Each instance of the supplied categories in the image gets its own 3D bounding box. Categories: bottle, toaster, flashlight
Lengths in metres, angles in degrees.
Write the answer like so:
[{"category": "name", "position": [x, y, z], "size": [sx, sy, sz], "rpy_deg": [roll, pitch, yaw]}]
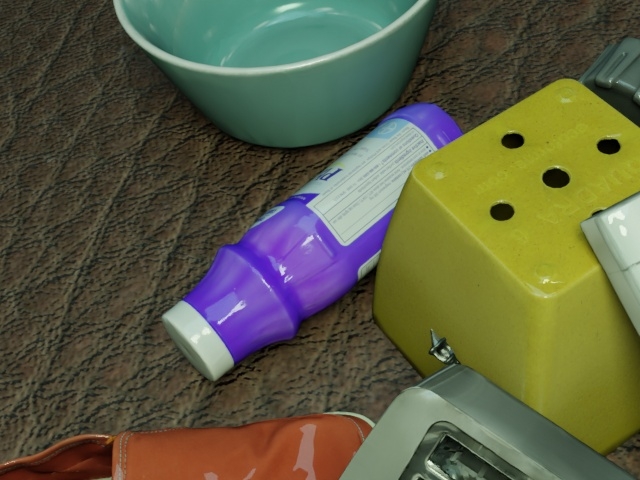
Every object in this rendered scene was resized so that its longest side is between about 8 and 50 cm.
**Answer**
[{"category": "bottle", "position": [0.000, 0.000, 0.796], "size": [0.283, 0.118, 0.092], "rpy_deg": [-39, 94, -18]}, {"category": "toaster", "position": [0.087, 0.176, 0.583], "size": [0.185, 0.110, 0.168], "rpy_deg": [34, 100, 19]}, {"category": "flashlight", "position": [0.349, -0.217, 0.912], "size": [0.304, 0.103, 0.103], "rpy_deg": [-45, 19, -20]}]

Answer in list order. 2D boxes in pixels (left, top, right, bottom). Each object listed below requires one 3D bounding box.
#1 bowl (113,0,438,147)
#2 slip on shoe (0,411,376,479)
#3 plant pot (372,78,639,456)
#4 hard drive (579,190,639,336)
[{"category": "bowl", "position": [-0.025, -0.208, 0.938], "size": [0.311, 0.163, 0.312], "rpy_deg": [-6, 50, 7]}, {"category": "slip on shoe", "position": [-0.111, 0.182, 0.683], "size": [0.331, 0.101, 0.123], "rpy_deg": [-10, 49, 2]}, {"category": "plant pot", "position": [0.167, 0.015, 0.703], "size": [0.212, 0.187, 0.212], "rpy_deg": [-30, 51, -13]}, {"category": "hard drive", "position": [0.337, 0.093, 0.572], "size": [0.233, 0.047, 0.353], "rpy_deg": [-27, 87, -10]}]
